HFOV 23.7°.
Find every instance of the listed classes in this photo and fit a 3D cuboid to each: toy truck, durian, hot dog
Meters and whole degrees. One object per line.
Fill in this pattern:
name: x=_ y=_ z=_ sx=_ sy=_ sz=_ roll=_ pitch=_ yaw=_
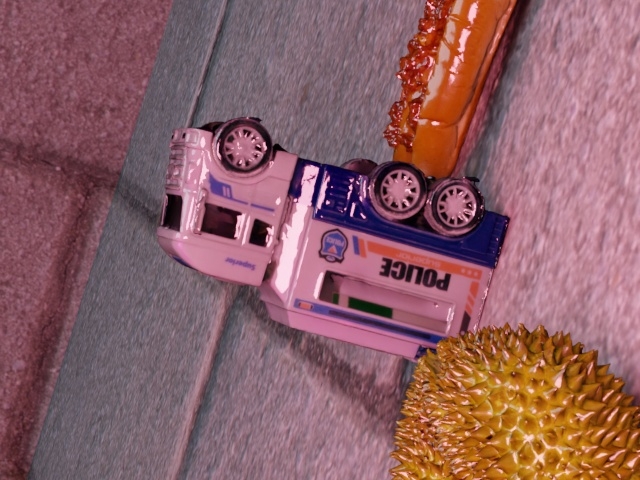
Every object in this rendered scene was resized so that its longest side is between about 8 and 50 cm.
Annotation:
toy truck: x=0.000 y=0.000 z=1.227 sx=0.124 sy=0.268 sz=0.155 roll=-170 pitch=94 yaw=-74
durian: x=0.128 y=0.132 z=0.907 sx=0.198 sy=0.146 sz=0.159 roll=31 pitch=105 yaw=58
hot dog: x=0.114 y=-0.173 z=1.360 sx=0.102 sy=0.076 sz=0.249 roll=-114 pitch=42 yaw=-71
